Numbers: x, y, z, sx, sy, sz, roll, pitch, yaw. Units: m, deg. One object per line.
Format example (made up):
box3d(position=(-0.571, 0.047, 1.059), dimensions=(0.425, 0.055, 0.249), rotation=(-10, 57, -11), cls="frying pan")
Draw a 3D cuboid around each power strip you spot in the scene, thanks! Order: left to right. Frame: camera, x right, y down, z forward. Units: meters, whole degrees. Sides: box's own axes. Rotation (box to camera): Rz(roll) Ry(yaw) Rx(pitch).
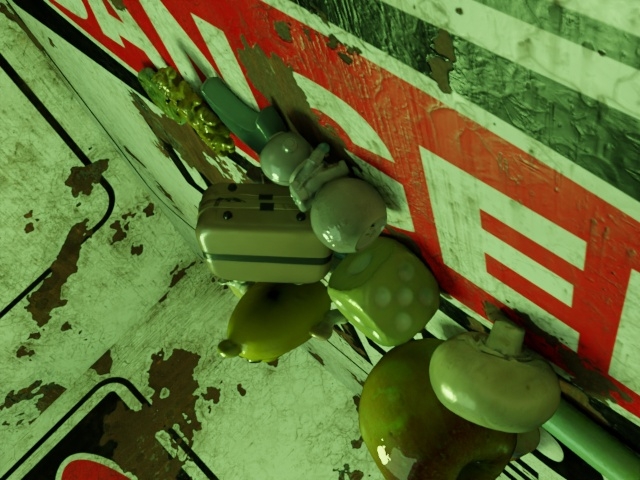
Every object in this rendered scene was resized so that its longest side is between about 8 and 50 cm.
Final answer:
box3d(position=(-0.140, -0.245, 1.523), dimensions=(0.253, 0.054, 0.167), rotation=(35, 166, 37), cls="power strip")

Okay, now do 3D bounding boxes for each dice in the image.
box3d(position=(0.131, 0.106, 1.516), dimensions=(0.169, 0.169, 0.166), rotation=(50, 167, -21), cls="dice")

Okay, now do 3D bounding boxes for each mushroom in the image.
box3d(position=(0.321, 0.238, 1.337), dimensions=(0.246, 0.202, 0.246), rotation=(9, -166, -2), cls="mushroom")

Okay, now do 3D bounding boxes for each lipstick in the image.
box3d(position=(0.555, 0.415, 1.399), dimensions=(0.304, 0.076, 0.076), rotation=(39, 166, 25), cls="lipstick")

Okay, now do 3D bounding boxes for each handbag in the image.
box3d(position=(-0.113, 0.006, 1.614), dimensions=(0.302, 0.149, 0.283), rotation=(1, 142, 0), cls="handbag")

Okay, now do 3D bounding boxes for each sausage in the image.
box3d(position=(0.489, 0.518, 1.870), dimensions=(0.093, 0.093, 0.312), rotation=(40, 166, 19), cls="sausage")

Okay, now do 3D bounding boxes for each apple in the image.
box3d(position=(0.254, 0.419, 1.678), dimensions=(0.374, 0.374, 0.384), rotation=(36, 139, 33), cls="apple")

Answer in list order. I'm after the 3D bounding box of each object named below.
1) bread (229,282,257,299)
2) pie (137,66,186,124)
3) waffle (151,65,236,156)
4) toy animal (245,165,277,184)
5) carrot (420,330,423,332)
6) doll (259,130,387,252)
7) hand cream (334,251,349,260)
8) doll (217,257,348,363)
box3d(position=(-0.165, 0.080, 2.192), dimensions=(0.111, 0.239, 0.246), rotation=(46, 166, 19), cls="bread")
box3d(position=(-0.414, -0.385, 1.939), dimensions=(0.187, 0.041, 0.187), rotation=(42, 166, 13), cls="pie")
box3d(position=(-0.297, -0.297, 1.712), dimensions=(0.260, 0.069, 0.293), rotation=(49, 178, -17), cls="waffle")
box3d(position=(-0.116, -0.090, 1.725), dimensions=(0.197, 0.272, 0.160), rotation=(11, 115, 52), cls="toy animal")
box3d(position=(0.194, 0.171, 1.799), dimensions=(0.191, 0.047, 0.047), rotation=(51, 165, -27), cls="carrot")
box3d(position=(-0.005, -0.101, 1.378), dimensions=(0.287, 0.151, 0.151), rotation=(44, 167, 19), cls="doll")
box3d(position=(0.000, 0.000, 1.769), dimensions=(0.224, 0.083, 0.048), rotation=(24, 116, 30), cls="hand cream")
box3d(position=(-0.070, 0.134, 1.791), dimensions=(0.348, 0.423, 0.161), rotation=(-119, 20, -52), cls="doll")
